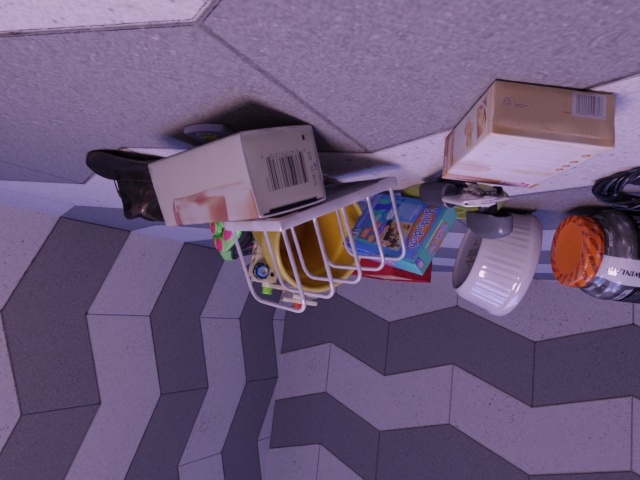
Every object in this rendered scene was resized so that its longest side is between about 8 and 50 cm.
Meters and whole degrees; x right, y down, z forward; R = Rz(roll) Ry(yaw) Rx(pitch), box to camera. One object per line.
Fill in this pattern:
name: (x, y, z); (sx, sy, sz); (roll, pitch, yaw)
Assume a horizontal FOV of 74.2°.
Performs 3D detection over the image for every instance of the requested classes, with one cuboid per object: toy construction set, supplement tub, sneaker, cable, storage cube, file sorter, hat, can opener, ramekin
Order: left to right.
hat: (-0.430, -0.111, 1.067); (0.332, 0.133, 0.331); (7, 172, 1)
sneaker: (-0.265, -0.045, 1.433); (0.203, 0.185, 0.483); (-15, 176, -10)
toy construction set: (-0.101, 0.049, 1.266); (0.215, 0.327, 0.151); (15, 152, -33)
file sorter: (0.000, 0.000, 0.808); (0.278, 0.172, 0.193); (-23, -165, -35)
storage cube: (0.218, 0.023, 1.295); (0.184, 0.192, 0.215); (12, 169, -38)
can opener: (0.243, -0.067, 0.755); (0.074, 0.093, 0.280); (-6, -167, -2)
ramekin: (0.436, 0.046, 1.079); (0.127, 0.272, 0.273); (19, 173, 5)
cable: (0.571, -0.084, 0.752); (0.151, 0.047, 0.184); (7, 173, -5)
supplement tub: (0.724, 0.039, 0.944); (0.339, 0.206, 0.207); (5, 172, 2)

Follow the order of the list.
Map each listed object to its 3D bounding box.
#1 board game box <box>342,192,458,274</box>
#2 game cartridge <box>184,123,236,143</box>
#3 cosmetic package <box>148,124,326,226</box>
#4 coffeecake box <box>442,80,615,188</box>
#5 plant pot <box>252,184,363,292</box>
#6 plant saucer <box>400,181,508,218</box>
board game box: (0.171, -0.023, 0.940); (0.210, 0.160, 0.047); (17, 157, 49)
game cartridge: (-0.193, -0.187, 0.739); (0.084, 0.017, 0.056); (3, 168, 24)
cosmetic package: (-0.153, -0.104, 0.735); (0.296, 0.129, 0.153); (0, -164, 46)
coffeecake box: (0.263, -0.131, 0.571); (0.143, 0.068, 0.185); (7, 172, -1)
plant pot: (-0.054, -0.024, 1.066); (0.254, 0.253, 0.239); (12, -175, -36)
plant saucer: (0.309, -0.086, 0.993); (0.241, 0.037, 0.241); (7, 173, 1)
